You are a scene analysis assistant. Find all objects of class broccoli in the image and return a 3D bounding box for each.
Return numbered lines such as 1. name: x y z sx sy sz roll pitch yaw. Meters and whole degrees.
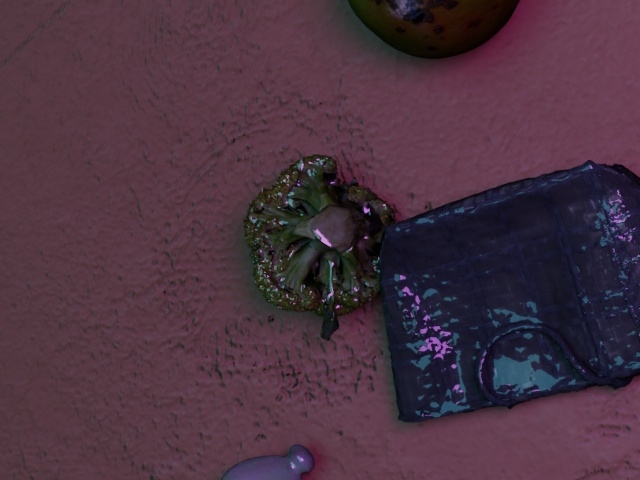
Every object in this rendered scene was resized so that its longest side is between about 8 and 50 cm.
1. broccoli: 0.000 0.000 1.211 0.131 0.120 0.130 -42 87 -17

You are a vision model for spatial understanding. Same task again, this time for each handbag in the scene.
1. handbag: 0.165 0.041 1.149 0.270 0.088 0.175 -17 85 24

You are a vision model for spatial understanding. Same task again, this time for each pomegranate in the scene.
1. pomegranate: 0.078 -0.232 1.183 0.205 0.159 0.159 22 96 52

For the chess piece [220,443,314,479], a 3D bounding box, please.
1. chess piece: -0.107 0.271 1.250 0.271 0.139 0.139 -43 68 4
